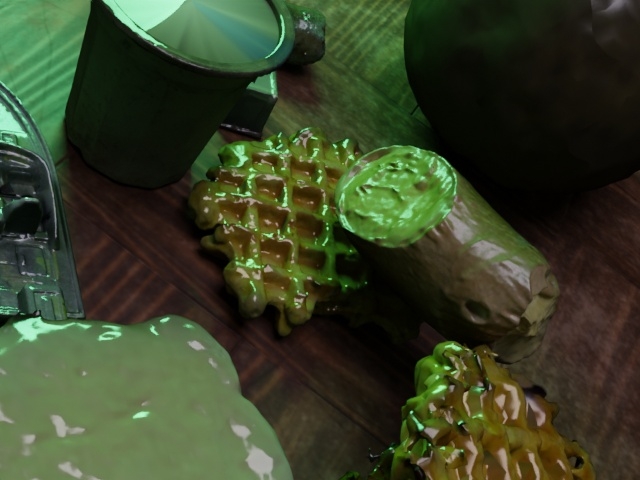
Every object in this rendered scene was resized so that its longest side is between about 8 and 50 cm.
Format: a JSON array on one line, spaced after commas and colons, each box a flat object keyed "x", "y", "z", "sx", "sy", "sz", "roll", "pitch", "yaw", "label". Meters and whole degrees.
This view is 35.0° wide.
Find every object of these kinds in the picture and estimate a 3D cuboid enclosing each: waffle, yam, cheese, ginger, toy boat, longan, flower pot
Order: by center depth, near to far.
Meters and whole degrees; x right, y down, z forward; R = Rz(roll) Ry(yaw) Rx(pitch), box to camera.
[{"x": -0.167, "y": 0.190, "z": 0.749, "sx": 0.318, "sy": 0.115, "sz": 0.326, "roll": 30, "pitch": 40, "yaw": -9, "label": "cheese"}, {"x": 0.170, "y": 0.269, "z": 0.818, "sx": 0.380, "sy": 0.095, "sz": 0.382, "roll": 57, "pitch": 23, "yaw": -13, "label": "waffle"}, {"x": -0.295, "y": -0.043, "z": 0.884, "sx": 0.141, "sy": 0.092, "sz": 0.319, "roll": 6, "pitch": 49, "yaw": -34, "label": "toy boat"}, {"x": 0.128, "y": 0.018, "z": 0.998, "sx": 0.221, "sy": 0.130, "sz": 0.276, "roll": 44, "pitch": 6, "yaw": -28, "label": "ginger"}, {"x": -0.161, "y": -0.175, "z": 1.015, "sx": 0.212, "sy": 0.202, "sz": 0.212, "roll": 19, "pitch": 46, "yaw": -21, "label": "flower pot"}, {"x": 0.008, "y": -0.002, "z": 1.087, "sx": 0.300, "sy": 0.058, "sz": 0.282, "roll": -10, "pitch": 59, "yaw": -38, "label": "waffle"}, {"x": -0.079, "y": -0.268, "z": 1.255, "sx": 0.179, "sy": 0.078, "sz": 0.078, "roll": 11, "pitch": 48, "yaw": -27, "label": "yam"}, {"x": 0.318, "y": -0.268, "z": 1.303, "sx": 0.436, "sy": 0.404, "sz": 0.404, "roll": -28, "pitch": 71, "yaw": -43, "label": "longan"}]

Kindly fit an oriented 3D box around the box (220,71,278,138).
[{"x": -0.083, "y": -0.172, "z": 1.173, "sx": 0.060, "sy": 0.063, "sz": 0.085, "roll": 17, "pitch": 46, "yaw": -24, "label": "box"}]

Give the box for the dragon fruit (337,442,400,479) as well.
[{"x": 0.037, "y": 0.247, "z": 0.848, "sx": 0.175, "sy": 0.138, "sz": 0.142, "roll": -83, "pitch": 155, "yaw": -54, "label": "dragon fruit"}]
